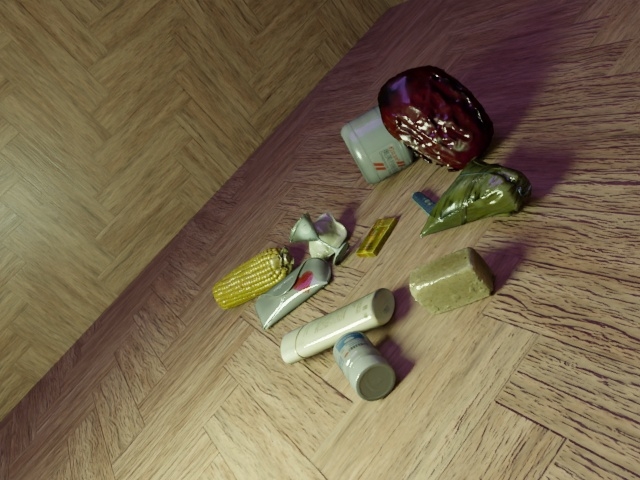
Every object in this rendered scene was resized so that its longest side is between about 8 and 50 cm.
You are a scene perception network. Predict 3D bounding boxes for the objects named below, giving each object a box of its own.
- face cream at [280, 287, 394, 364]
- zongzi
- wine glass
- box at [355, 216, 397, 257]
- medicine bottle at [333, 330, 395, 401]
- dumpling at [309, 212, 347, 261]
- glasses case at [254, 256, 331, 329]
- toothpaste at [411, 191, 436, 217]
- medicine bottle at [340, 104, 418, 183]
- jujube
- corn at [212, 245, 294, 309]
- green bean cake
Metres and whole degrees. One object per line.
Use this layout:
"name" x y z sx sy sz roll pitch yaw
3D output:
"face cream" 0.033 0.241 1.512 0.348 0.081 0.173 -29 4 26
"zongzi" 0.401 -0.084 1.462 0.274 0.125 0.251 -46 18 0
"wine glass" 0.000 0.000 1.840 0.122 0.182 0.122 -53 -15 -21
"box" 0.182 -0.011 1.783 0.089 0.022 0.156 -1 48 54
"medicine bottle" 0.101 0.297 1.326 0.105 0.105 0.168 -43 25 -1
"dumpling" 0.030 -0.018 1.932 0.134 0.100 0.169 -4 46 37
"glasses case" -0.102 0.175 1.837 0.308 0.083 0.128 -38 25 11
"toothpaste" 0.327 -0.112 1.716 0.057 0.034 0.197 -46 28 8
"medicine bottle" 0.252 -0.371 1.979 0.306 0.245 0.245 -30 27 8
"jujube" 0.359 -0.388 1.735 0.258 0.376 0.258 -51 -4 -5
"corn" -0.256 0.147 2.047 0.387 0.144 0.144 -32 27 28
"green bean cake" 0.312 0.099 1.320 0.179 0.109 0.085 -26 31 32
